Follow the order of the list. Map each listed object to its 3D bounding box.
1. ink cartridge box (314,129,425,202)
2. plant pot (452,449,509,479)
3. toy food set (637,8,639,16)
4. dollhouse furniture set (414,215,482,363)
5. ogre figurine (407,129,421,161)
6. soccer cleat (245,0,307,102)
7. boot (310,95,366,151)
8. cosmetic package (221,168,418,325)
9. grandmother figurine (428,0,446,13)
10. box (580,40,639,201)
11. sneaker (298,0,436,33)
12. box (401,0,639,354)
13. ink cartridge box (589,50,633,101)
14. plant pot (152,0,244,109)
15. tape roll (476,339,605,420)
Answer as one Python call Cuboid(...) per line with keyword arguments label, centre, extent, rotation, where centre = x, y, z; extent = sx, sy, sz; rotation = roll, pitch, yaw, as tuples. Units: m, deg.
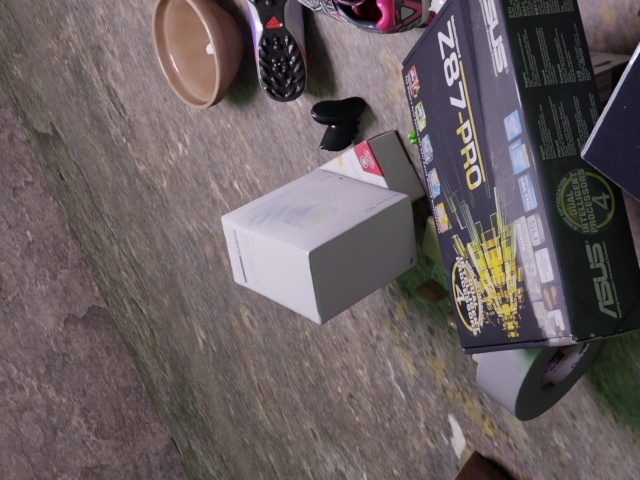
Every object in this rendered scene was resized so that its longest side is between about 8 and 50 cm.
Cuboid(label="ink cartridge box", centre=(0.082, -0.102, 1.442), extent=(0.175, 0.072, 0.127), rotation=(-22, 94, 57))
Cuboid(label="plant pot", centre=(0.314, 0.525, 1.451), extent=(0.230, 0.215, 0.215), rotation=(32, 137, 18))
Cuboid(label="toy food set", centre=(0.305, -0.423, 0.900), extent=(0.306, 0.092, 0.219), rotation=(50, 144, 21))
Cuboid(label="dollhouse furniture set", centre=(0.234, 0.060, 1.259), extent=(0.242, 0.161, 0.212), rotation=(38, 139, 34))
Cuboid(label="ogre figurine", centre=(0.196, -0.168, 1.229), extent=(0.118, 0.097, 0.197), rotation=(58, 135, 42))
Cuboid(label="soccer cleat", centre=(-0.078, -0.404, 1.447), extent=(0.116, 0.109, 0.318), rotation=(-100, 4, -77))
Cuboid(label="boot", centre=(0.021, -0.196, 1.427), extent=(0.045, 0.121, 0.099), rotation=(51, 139, 23))
Cuboid(label="cosmetic package", centre=(0.000, 0.000, 1.352), extent=(0.225, 0.224, 0.138), rotation=(22, 131, 43))
Cuboid(label="grandmother figurine", centre=(0.117, -0.426, 1.077), extent=(0.342, 0.208, 0.104), rotation=(51, -175, -17))
Cuboid(label="box", centre=(0.470, -0.086, 0.695), extent=(0.343, 0.312, 0.179), rotation=(45, 142, 27))
Cuboid(label="sneaker", centre=(0.046, -0.388, 1.266), extent=(0.299, 0.112, 0.121), rotation=(26, 132, 45))
Cuboid(label="box", centre=(0.208, -0.076, 0.922), extent=(0.318, 0.097, 0.395), rotation=(142, 118, -76))
Cuboid(label="ink cartridge box", centre=(0.295, -0.203, 1.048), extent=(0.181, 0.104, 0.061), rotation=(21, 127, 48))
Cuboid(label="plant pot", centre=(-0.230, -0.390, 1.651), extent=(0.237, 0.110, 0.237), rotation=(32, 134, 40))
Cuboid(label="tape roll", centre=(0.316, 0.142, 1.147), extent=(0.072, 0.219, 0.219), rotation=(38, 139, 34))
